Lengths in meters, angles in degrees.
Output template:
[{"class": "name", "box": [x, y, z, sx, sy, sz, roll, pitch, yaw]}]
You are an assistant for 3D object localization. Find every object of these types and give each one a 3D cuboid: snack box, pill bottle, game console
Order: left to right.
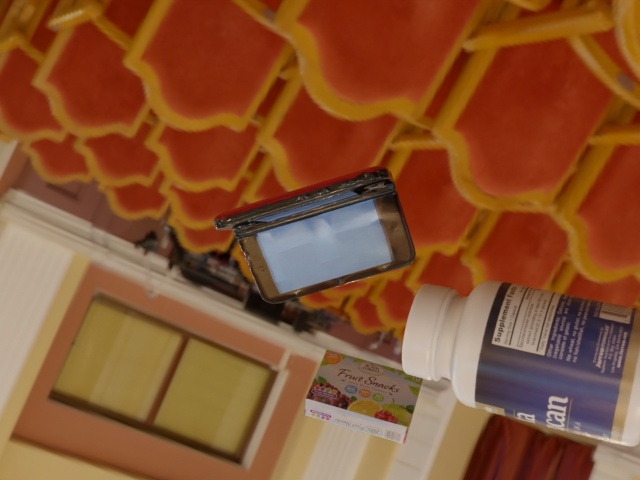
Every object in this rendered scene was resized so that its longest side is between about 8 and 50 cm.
[{"class": "game console", "box": [0.000, 0.000, 0.770, 0.144, 0.085, 0.124, -17, 179, 7]}, {"class": "snack box", "box": [0.059, 0.210, 1.263, 0.141, 0.100, 0.037, 14, 127, 10]}, {"class": "pill bottle", "box": [0.148, 0.081, 0.664, 0.169, 0.094, 0.094, 11, 168, 20]}]
